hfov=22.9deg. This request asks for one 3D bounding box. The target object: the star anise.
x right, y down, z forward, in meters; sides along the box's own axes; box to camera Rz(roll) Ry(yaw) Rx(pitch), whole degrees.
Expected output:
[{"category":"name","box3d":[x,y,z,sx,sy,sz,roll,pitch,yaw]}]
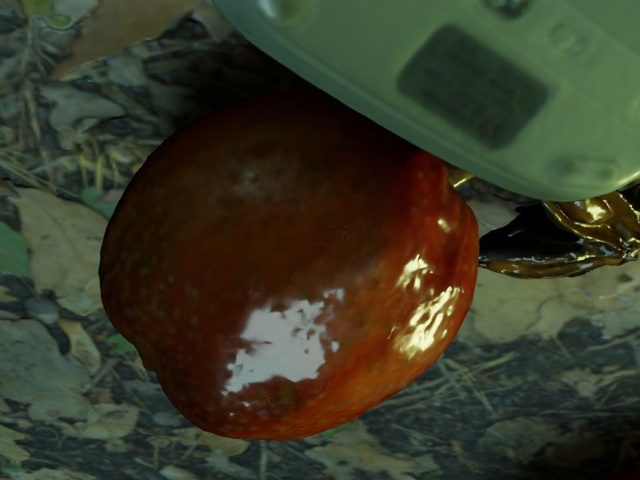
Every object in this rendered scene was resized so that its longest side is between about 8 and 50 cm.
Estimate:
[{"category":"star anise","box3d":[0.163,-0.012,0.970,0.157,0.053,0.212,5,159,-36]}]

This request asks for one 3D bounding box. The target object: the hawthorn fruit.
[{"category":"hawthorn fruit","box3d":[0.000,0.000,0.925,0.253,0.205,0.205,-34,129,13]}]

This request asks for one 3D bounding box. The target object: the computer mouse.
[{"category":"computer mouse","box3d":[0.079,-0.142,0.804,0.331,0.095,0.197,33,114,-32]}]

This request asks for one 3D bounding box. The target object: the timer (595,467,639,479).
[{"category":"timer","box3d":[0.299,0.342,1.229,0.378,0.279,0.378,8,137,7]}]
